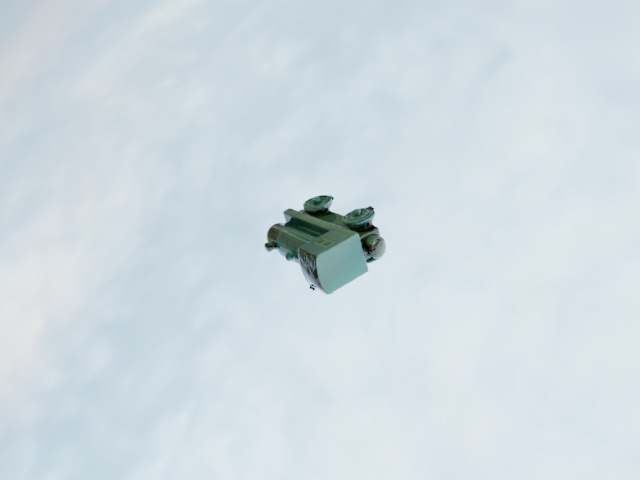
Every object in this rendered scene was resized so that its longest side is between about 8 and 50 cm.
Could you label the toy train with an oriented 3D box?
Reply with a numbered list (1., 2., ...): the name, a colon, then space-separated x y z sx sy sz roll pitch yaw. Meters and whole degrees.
1. toy train: 0.000 0.000 1.271 0.194 0.120 0.298 -29 -154 -24
